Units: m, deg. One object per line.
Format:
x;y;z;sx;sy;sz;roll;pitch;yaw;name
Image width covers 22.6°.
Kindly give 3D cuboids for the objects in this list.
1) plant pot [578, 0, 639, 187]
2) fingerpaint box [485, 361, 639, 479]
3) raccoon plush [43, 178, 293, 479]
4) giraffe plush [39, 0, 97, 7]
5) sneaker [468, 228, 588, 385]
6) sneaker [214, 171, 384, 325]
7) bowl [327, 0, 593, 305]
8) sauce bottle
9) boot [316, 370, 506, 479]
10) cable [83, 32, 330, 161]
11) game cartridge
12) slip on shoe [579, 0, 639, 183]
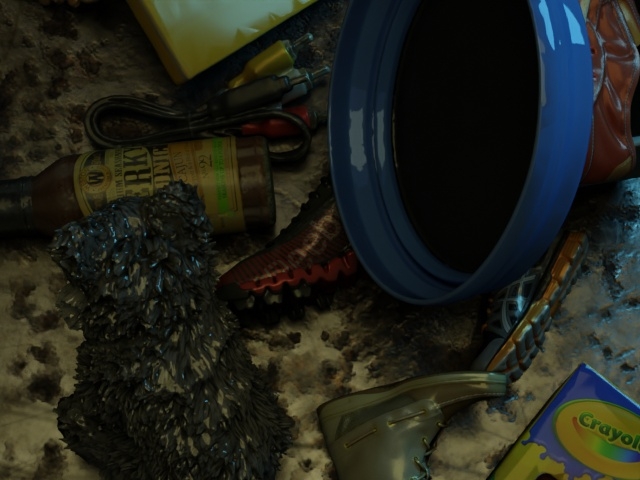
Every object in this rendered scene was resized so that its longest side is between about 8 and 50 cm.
0.280;-0.170;1.759;0.247;0.252;0.247;-10;73;-5;plant pot
0.322;0.408;1.621;0.445;0.163;0.371;39;74;9;fingerpaint box
-0.095;0.138;1.577;0.446;0.299;0.216;34;53;27;raccoon plush
-0.309;-0.365;1.866;0.210;0.181;0.170;22;81;-31;giraffe plush
0.216;0.072;1.776;0.083;0.084;0.215;26;69;20;sneaker
0.000;0.000;1.775;0.276;0.097;0.135;-21;75;-11;sneaker
0.132;-0.132;1.591;0.077;0.391;0.391;1;70;-29;bowl
-0.223;-0.047;1.775;0.344;0.111;0.111;-8;73;-2;sauce bottle
0.109;0.229;1.695;0.213;0.077;0.165;-16;73;19;boot
-0.122;-0.136;1.852;0.287;0.072;0.139;-17;90;5;cable
-0.133;-0.382;1.823;0.285;0.053;0.323;-35;100;-26;game cartridge
0.270;-0.209;1.585;0.101;0.123;0.331;9;75;-14;slip on shoe
